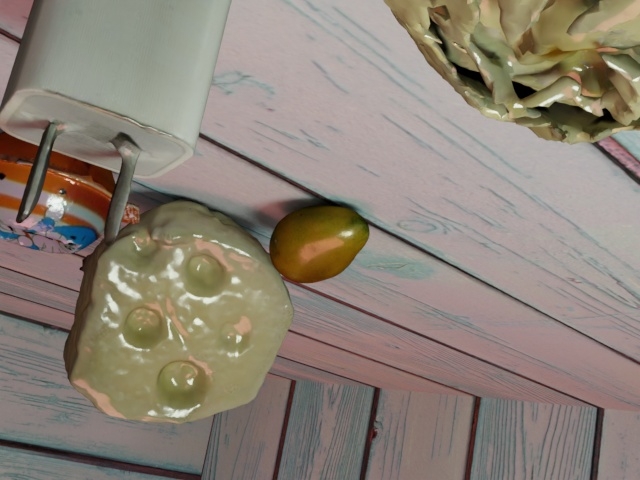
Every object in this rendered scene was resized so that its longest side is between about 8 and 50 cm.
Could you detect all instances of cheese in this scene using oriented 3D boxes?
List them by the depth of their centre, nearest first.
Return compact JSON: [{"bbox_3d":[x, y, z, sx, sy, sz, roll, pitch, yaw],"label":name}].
[{"bbox_3d":[-0.376,-0.070,1.062,0.329,0.129,0.217,14,164,-10],"label":"cheese"},{"bbox_3d":[-0.203,0.108,1.245,0.326,0.318,0.115,-25,-154,-8],"label":"cheese"}]

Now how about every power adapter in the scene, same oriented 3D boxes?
[{"bbox_3d":[-0.156,-0.099,0.644,0.130,0.205,0.125,20,163,-26],"label":"power adapter"}]

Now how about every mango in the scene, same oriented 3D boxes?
[{"bbox_3d":[-0.005,0.000,1.144,0.111,0.090,0.163,3,158,-14],"label":"mango"}]

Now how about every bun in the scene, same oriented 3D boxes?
[{"bbox_3d":[0.138,-0.129,0.433,0.259,0.152,0.259,10,163,3],"label":"bun"}]
